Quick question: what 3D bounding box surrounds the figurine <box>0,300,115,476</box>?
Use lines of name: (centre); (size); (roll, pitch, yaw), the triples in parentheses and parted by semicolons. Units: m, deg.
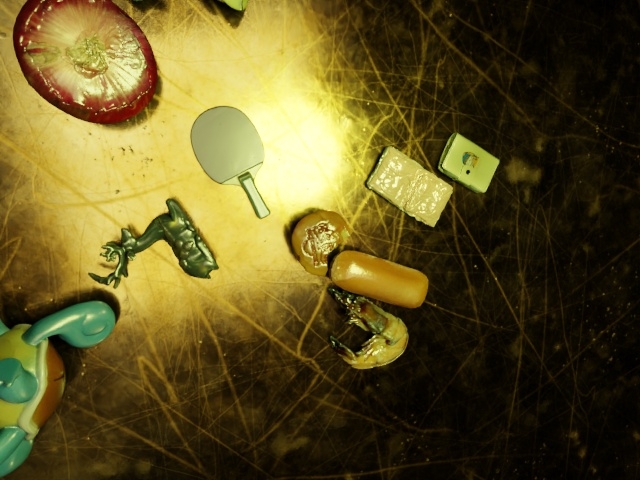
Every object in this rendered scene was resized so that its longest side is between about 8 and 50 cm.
figurine: (-0.620, 0.279, 0.849); (0.297, 0.243, 0.416); (33, 85, 25)

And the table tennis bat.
table tennis bat: (-0.191, -0.175, 0.980); (0.154, 0.021, 0.274); (-29, 103, -9)

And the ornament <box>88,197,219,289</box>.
ornament: (-0.371, 0.048, 0.938); (0.236, 0.080, 0.202); (-33, 103, -11)

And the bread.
bread: (-0.010, -0.004, 1.023); (0.125, 0.086, 0.156); (35, 86, -13)

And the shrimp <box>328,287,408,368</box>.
shrimp: (0.104, 0.242, 1.114); (0.289, 0.075, 0.178); (35, 91, -31)

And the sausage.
sausage: (0.150, 0.099, 1.081); (0.274, 0.105, 0.105); (17, 94, -18)

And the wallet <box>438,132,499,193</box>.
wallet: (0.392, -0.202, 1.130); (0.155, 0.039, 0.110); (25, 88, -19)

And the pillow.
pillow: (0.236, -0.136, 1.097); (0.232, 0.043, 0.126); (29, 96, -21)

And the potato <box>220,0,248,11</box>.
potato: (-0.215, -0.558, 0.891); (0.120, 0.081, 0.149); (2, 107, 2)

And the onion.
onion: (-0.439, -0.347, 0.809); (0.248, 0.161, 0.248); (-7, 110, -20)
